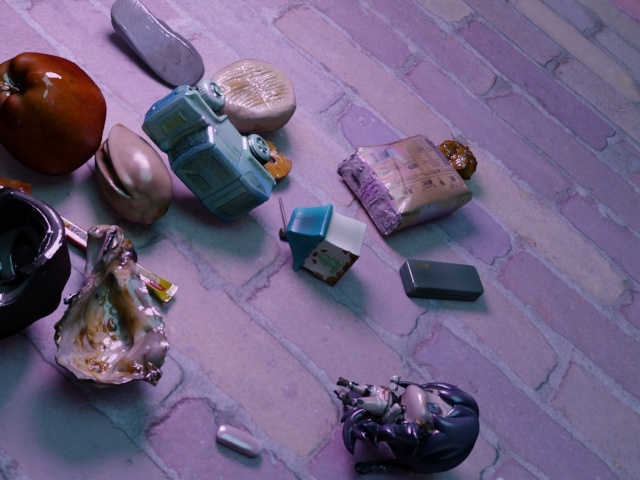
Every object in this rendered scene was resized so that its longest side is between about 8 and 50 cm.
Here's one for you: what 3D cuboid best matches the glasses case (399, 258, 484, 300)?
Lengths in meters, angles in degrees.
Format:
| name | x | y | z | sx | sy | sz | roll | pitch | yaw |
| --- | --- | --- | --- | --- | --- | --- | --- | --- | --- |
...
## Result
| name | x | y | z | sx | sy | sz | roll | pitch | yaw |
| --- | --- | --- | --- | --- | --- | --- | --- | --- | --- |
| glasses case | 0.265 | 0.088 | 1.969 | 0.184 | 0.039 | 0.077 | 6 | 51 | -26 |

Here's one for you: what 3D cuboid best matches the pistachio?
| name | x | y | z | sx | sy | sz | roll | pitch | yaw |
| --- | --- | --- | --- | --- | --- | --- | --- | --- | --- |
| pistachio | -0.359 | -0.125 | 1.731 | 0.144 | 0.144 | 0.215 | -6 | 53 | -33 |

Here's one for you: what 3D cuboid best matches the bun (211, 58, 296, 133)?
| name | x | y | z | sx | sy | sz | roll | pitch | yaw |
| --- | --- | --- | --- | --- | --- | --- | --- | --- | --- |
| bun | -0.159 | -0.307 | 2.005 | 0.193 | 0.128 | 0.178 | -21 | 65 | -27 |

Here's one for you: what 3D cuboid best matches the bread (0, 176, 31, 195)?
| name | x | y | z | sx | sy | sz | roll | pitch | yaw |
| --- | --- | --- | --- | --- | --- | --- | --- | --- | --- |
| bread | -0.591 | -0.056 | 1.556 | 0.172 | 0.103 | 0.132 | 6 | 54 | -29 |

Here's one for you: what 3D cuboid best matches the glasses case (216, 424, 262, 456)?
| name | x | y | z | sx | sy | sz | roll | pitch | yaw |
| --- | --- | --- | --- | --- | --- | --- | --- | --- | --- |
| glasses case | -0.138 | 0.342 | 1.536 | 0.083 | 0.021 | 0.032 | 26 | 42 | -9 |

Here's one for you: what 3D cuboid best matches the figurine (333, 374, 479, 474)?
| name | x | y | z | sx | sy | sz | roll | pitch | yaw |
| --- | --- | --- | --- | --- | --- | --- | --- | --- | --- |
| figurine | 0.149 | 0.323 | 1.600 | 0.265 | 0.197 | 0.175 | 6 | 49 | 1 |

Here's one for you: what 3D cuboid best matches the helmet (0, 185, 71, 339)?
| name | x | y | z | sx | sy | sz | roll | pitch | yaw |
| --- | --- | --- | --- | --- | --- | --- | --- | --- | --- |
| helmet | -0.539 | 0.063 | 1.433 | 0.305 | 0.177 | 0.225 | -23 | 56 | -12 |

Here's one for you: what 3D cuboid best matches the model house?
| name | x | y | z | sx | sy | sz | roll | pitch | yaw |
| --- | --- | --- | --- | --- | --- | --- | --- | --- | --- |
| model house | 0.000 | 0.000 | 1.831 | 0.149 | 0.127 | 0.100 | 28 | 44 | -10 |

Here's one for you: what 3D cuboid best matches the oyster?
| name | x | y | z | sx | sy | sz | roll | pitch | yaw |
| --- | --- | --- | --- | --- | --- | --- | --- | --- | --- |
| oyster | -0.362 | 0.102 | 1.517 | 0.198 | 0.133 | 0.337 | 26 | 44 | -41 |

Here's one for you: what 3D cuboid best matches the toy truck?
| name | x | y | z | sx | sy | sz | roll | pitch | yaw |
| --- | --- | --- | --- | --- | --- | --- | --- | --- | --- |
| toy truck | -0.215 | -0.176 | 1.777 | 0.279 | 0.155 | 0.156 | 49 | 26 | -29 |

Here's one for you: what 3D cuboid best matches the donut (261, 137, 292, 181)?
| name | x | y | z | sx | sy | sz | roll | pitch | yaw |
| --- | --- | --- | --- | --- | --- | --- | --- | --- | --- |
| donut | -0.120 | -0.170 | 1.965 | 0.097 | 0.043 | 0.108 | -29 | 72 | -43 |

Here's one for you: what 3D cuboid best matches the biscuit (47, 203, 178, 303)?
| name | x | y | z | sx | sy | sz | roll | pitch | yaw |
| --- | --- | --- | --- | --- | --- | --- | --- | --- | --- |
| biscuit | -0.394 | 0.026 | 1.656 | 0.292 | 0.026 | 0.048 | 32 | 52 | -1 |

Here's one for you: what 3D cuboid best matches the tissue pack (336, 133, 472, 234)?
| name | x | y | z | sx | sy | sz | roll | pitch | yaw |
| --- | --- | --- | --- | --- | --- | --- | --- | --- | --- |
| tissue pack | 0.198 | -0.139 | 2.066 | 0.257 | 0.123 | 0.215 | -19 | 67 | -38 |

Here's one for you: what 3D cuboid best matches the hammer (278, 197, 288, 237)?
| name | x | y | z | sx | sy | sz | roll | pitch | yaw |
| --- | --- | --- | --- | --- | --- | --- | --- | --- | --- |
| hammer | -0.076 | -0.049 | 1.910 | 0.036 | 0.019 | 0.110 | 8 | 45 | -25 |

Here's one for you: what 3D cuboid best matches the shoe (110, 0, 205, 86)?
| name | x | y | z | sx | sy | sz | roll | pitch | yaw |
| --- | --- | --- | --- | --- | --- | --- | --- | --- | --- |
| shoe | -0.366 | -0.444 | 2.031 | 0.251 | 0.103 | 0.100 | 44 | 0 | -8 |

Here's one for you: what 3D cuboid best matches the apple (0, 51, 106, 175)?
| name | x | y | z | sx | sy | sz | roll | pitch | yaw |
| --- | --- | --- | --- | --- | --- | --- | --- | --- | --- |
| apple | -0.512 | -0.242 | 1.672 | 0.234 | 0.234 | 0.234 | 16 | 47 | -18 |

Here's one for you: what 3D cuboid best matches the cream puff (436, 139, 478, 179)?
| name | x | y | z | sx | sy | sz | roll | pitch | yaw |
| --- | --- | --- | --- | --- | --- | --- | --- | --- | --- |
| cream puff | 0.328 | -0.198 | 2.210 | 0.116 | 0.094 | 0.122 | -3 | 60 | -29 |
